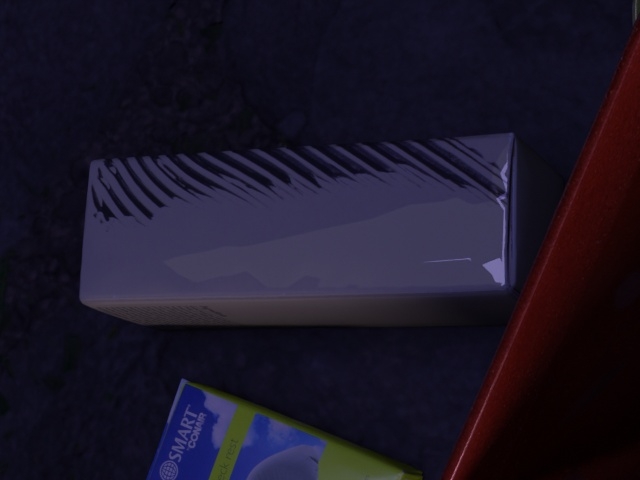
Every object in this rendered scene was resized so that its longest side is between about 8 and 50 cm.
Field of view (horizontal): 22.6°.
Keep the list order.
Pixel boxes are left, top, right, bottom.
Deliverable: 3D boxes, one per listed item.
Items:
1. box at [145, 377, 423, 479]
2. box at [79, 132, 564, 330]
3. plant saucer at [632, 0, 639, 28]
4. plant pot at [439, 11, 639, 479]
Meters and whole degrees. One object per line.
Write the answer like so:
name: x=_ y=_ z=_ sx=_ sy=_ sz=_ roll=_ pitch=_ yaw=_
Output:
box: x=-0.038 y=0.159 z=0.978 sx=0.178 sy=0.042 sz=0.109 roll=19 pitch=87 yaw=26
box: x=0.000 y=0.000 z=0.957 sx=0.275 sy=0.113 sz=0.094 roll=-2 pitch=77 yaw=22
plant saucer: x=0.264 y=-0.138 z=0.854 sx=0.241 sy=0.037 sz=0.241 roll=-7 pitch=82 yaw=56
plant pot: x=0.249 y=0.066 z=0.673 sx=0.267 sy=0.236 sz=0.267 roll=33 pitch=115 yaw=29
